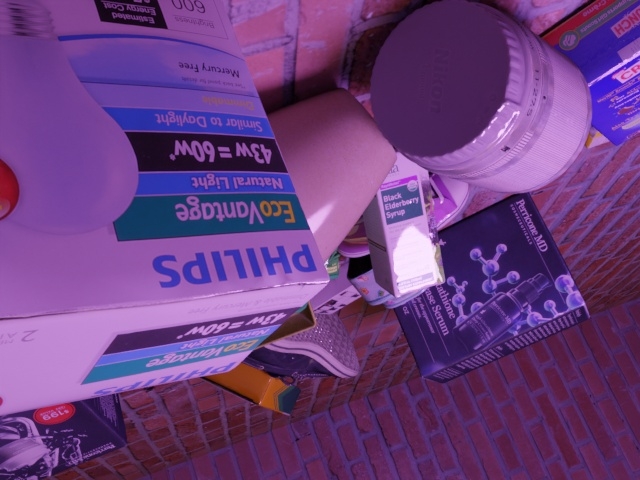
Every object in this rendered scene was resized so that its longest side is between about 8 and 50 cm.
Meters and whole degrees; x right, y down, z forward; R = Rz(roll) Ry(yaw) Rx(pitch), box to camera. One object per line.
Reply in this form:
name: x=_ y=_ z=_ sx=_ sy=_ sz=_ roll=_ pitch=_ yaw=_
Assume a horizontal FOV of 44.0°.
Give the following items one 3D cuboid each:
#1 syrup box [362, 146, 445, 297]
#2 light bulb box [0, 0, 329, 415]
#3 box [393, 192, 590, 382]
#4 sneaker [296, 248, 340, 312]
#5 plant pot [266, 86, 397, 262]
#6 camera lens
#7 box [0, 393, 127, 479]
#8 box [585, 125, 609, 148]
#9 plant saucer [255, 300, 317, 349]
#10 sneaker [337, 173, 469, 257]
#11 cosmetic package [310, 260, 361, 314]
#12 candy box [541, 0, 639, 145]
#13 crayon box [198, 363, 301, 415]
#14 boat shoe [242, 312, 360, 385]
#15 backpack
syrup box: x=0.128 y=-0.039 z=1.308 sx=0.093 sy=0.237 sz=0.096 roll=-16 pitch=-162 yaw=-14
light bulb box: x=-0.239 y=-0.052 z=0.744 sx=0.357 sy=0.361 sz=0.225 roll=-5 pitch=154 yaw=-38
box: x=0.376 y=0.118 z=1.848 sx=0.395 sy=0.294 sz=0.212 roll=-27 pitch=159 yaw=13
sneaker: x=0.000 y=0.000 z=1.288 sx=0.109 sy=0.123 sz=0.296 roll=-18 pitch=146 yaw=-46
plant pot: x=-0.040 y=-0.078 z=1.093 sx=0.274 sy=0.256 sz=0.256 roll=-39 pitch=158 yaw=1
camera lens: x=0.222 y=-0.185 z=1.068 sx=0.219 sy=0.220 sz=0.274 roll=-35 pitch=155 yaw=30
box: x=-0.571 y=0.296 z=1.413 sx=0.343 sy=0.179 sz=0.313 roll=-21 pitch=144 yaw=-2
box: x=0.568 y=-0.246 z=1.505 sx=0.105 sy=0.043 sz=0.179 roll=-19 pitch=161 yaw=-7
plant saucer: x=-0.121 y=0.119 z=1.603 sx=0.188 sy=0.045 sz=0.189 roll=-20 pitch=116 yaw=-6
sneaker: x=0.152 y=-0.070 z=1.425 sx=0.282 sy=0.102 sz=0.161 roll=-28 pitch=155 yaw=-11
cosmetic package: x=0.076 y=0.093 z=1.819 sx=0.239 sy=0.061 sz=0.098 roll=-34 pitch=157 yaw=28
candy box: x=0.519 y=-0.293 z=1.233 sx=0.268 sy=0.122 sz=0.317 roll=-31 pitch=158 yaw=26
crayon box: x=-0.189 y=0.350 z=1.992 sx=0.083 sy=0.203 sz=0.323 roll=-65 pitch=161 yaw=-10
boat shoe: x=-0.064 y=0.240 z=1.882 sx=0.156 sy=0.187 sz=0.500 roll=-29 pitch=152 yaw=22
backpack: x=0.139 y=0.049 z=1.562 sx=0.165 sy=0.144 sz=0.188 roll=-29 pitch=-169 yaw=19
